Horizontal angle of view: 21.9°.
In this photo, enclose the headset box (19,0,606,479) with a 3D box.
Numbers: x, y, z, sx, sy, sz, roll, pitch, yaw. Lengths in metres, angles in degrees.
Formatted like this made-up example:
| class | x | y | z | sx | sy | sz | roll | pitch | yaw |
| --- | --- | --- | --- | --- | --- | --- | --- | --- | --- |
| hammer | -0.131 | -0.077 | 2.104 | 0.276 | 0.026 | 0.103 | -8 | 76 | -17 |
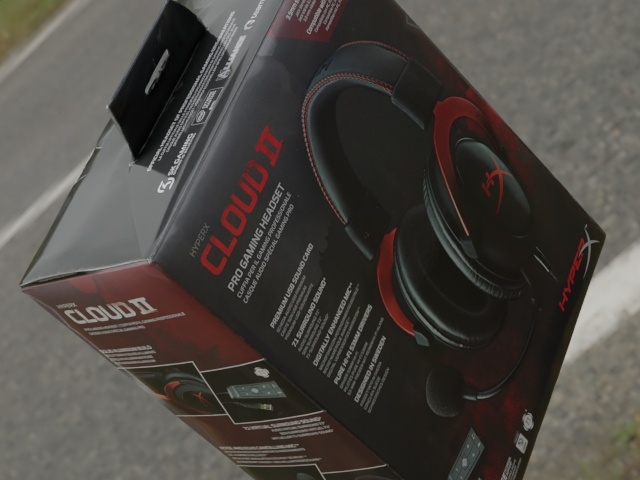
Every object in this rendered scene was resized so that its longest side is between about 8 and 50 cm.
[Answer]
| class | x | y | z | sx | sy | sz | roll | pitch | yaw |
| --- | --- | --- | --- | --- | --- | --- | --- | --- | --- |
| headset box | 0.000 | 0.000 | 0.853 | 0.110 | 0.293 | 0.218 | -11 | 44 | 45 |
